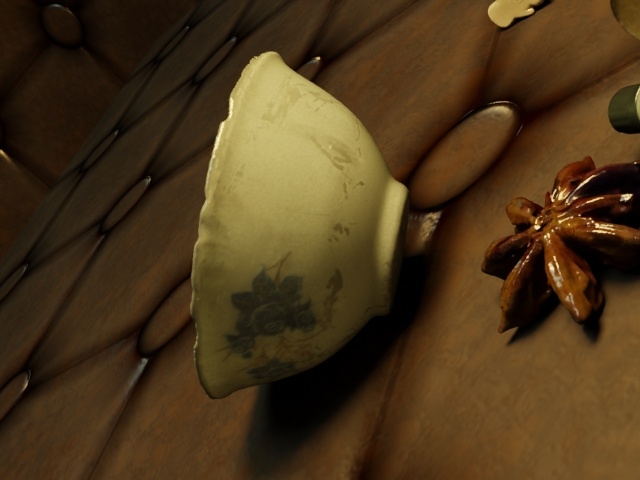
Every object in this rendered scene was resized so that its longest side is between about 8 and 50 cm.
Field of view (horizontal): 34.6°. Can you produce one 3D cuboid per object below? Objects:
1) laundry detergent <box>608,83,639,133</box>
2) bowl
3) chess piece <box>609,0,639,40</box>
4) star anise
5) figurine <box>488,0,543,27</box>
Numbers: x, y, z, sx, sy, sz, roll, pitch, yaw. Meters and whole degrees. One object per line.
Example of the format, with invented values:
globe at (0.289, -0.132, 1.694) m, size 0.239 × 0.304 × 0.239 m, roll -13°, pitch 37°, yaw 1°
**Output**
laundry detergent at (0.284, -0.098, 0.695) m, size 0.099 × 0.070 × 0.225 m, roll -61°, pitch 23°, yaw -12°
bowl at (0.000, 0.000, 0.912) m, size 0.313 × 0.146 × 0.314 m, roll 11°, pitch -90°, yaw -81°
chess piece at (0.321, -0.263, 0.886) m, size 0.090 × 0.090 × 0.200 m, roll -18°, pitch 35°, yaw 51°
star anise at (0.177, -0.001, 0.744) m, size 0.168 × 0.057 × 0.168 m, roll -39°, pitch 21°, yaw 18°
figurine at (0.230, -0.280, 1.166) m, size 0.083 × 0.047 × 0.050 m, roll -34°, pitch 9°, yaw 49°
